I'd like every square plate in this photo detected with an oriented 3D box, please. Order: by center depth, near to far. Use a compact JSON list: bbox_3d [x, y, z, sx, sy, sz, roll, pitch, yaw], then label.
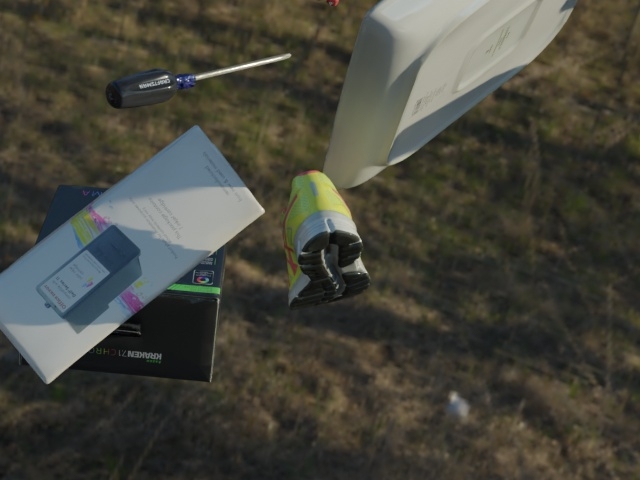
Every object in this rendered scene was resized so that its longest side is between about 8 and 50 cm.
[{"bbox_3d":[0.155,-0.201,1.137,0.344,0.347,0.049,-39,77,-19],"label":"square plate"}]

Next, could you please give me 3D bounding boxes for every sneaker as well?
[{"bbox_3d":[0.000,0.000,1.152,0.081,0.208,0.094,-14,67,-11],"label":"sneaker"}]

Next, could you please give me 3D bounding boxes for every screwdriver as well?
[{"bbox_3d":[-0.079,-0.115,0.842,0.170,0.024,0.025,-16,58,-40],"label":"screwdriver"}]

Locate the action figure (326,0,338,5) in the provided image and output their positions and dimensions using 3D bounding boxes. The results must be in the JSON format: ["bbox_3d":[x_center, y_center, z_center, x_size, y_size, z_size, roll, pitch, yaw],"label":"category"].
[{"bbox_3d":[-0.026,-0.335,1.569,0.115,0.030,0.038,24,18,19],"label":"action figure"}]

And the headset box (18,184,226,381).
[{"bbox_3d":[-0.251,0.056,1.557,0.246,0.131,0.283,6,29,-4],"label":"headset box"}]

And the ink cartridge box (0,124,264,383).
[{"bbox_3d":[-0.242,0.032,1.270,0.119,0.353,0.207,53,-7,-8],"label":"ink cartridge box"}]
